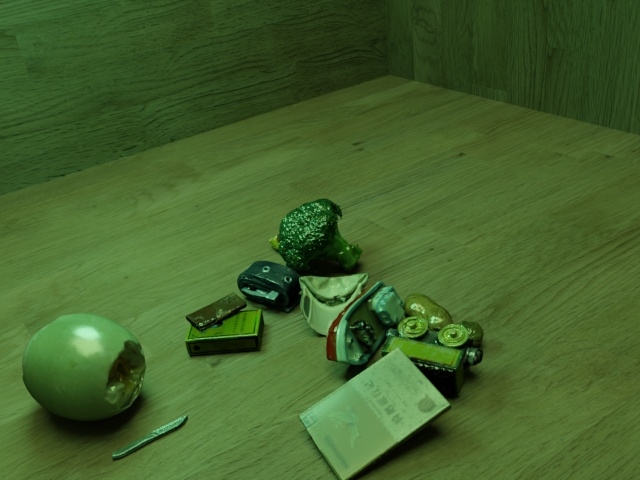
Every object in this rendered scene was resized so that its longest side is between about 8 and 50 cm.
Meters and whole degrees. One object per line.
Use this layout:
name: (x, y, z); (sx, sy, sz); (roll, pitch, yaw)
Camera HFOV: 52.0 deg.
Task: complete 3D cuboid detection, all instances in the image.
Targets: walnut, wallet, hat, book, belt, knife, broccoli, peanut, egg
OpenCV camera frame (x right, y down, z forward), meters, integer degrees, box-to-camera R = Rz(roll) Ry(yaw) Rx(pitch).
walnut: (0.413, 0.265, 1.840); (0.092, 0.092, 0.092); (-5, 29, 3)
wallet: (-0.318, 0.215, 2.021); (0.176, 0.026, 0.095); (-24, 33, -31)
hat: (0.045, 0.199, 2.050); (0.219, 0.164, 0.226); (-1, 68, 3)
book: (0.126, 0.412, 1.577); (0.310, 0.021, 0.217); (-32, 45, -11)
belt: (-0.175, 0.148, 2.135); (0.218, 0.122, 0.128); (15, 39, 32)
knife: (-0.430, 0.500, 1.671); (0.210, 0.015, 0.028); (-23, 27, -27)
broccoli: (0.000, 0.000, 2.224); (0.297, 0.297, 0.297); (30, 32, -5)
peanut: (0.308, 0.220, 1.905); (0.108, 0.095, 0.226); (13, 12, -26)
egg: (-0.642, 0.330, 1.747); (0.336, 0.278, 0.278); (9, 33, 20)

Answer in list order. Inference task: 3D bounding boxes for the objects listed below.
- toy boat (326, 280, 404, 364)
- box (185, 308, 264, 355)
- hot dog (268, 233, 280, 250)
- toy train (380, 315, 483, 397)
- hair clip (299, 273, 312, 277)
toy boat: (0.135, 0.241, 1.851); (0.133, 0.145, 0.332); (-18, 17, 41)
box: (-0.287, 0.277, 1.991); (0.220, 0.064, 0.141); (-6, 28, 5)
hot dog: (-0.070, -0.007, 2.421); (0.261, 0.093, 0.123); (-2, 30, 10)
toy train: (0.289, 0.307, 1.743); (0.261, 0.134, 0.177); (8, 41, 26)
hair clip: (-0.112, 0.133, 2.228); (0.173, 0.046, 0.072); (6, 27, 25)
